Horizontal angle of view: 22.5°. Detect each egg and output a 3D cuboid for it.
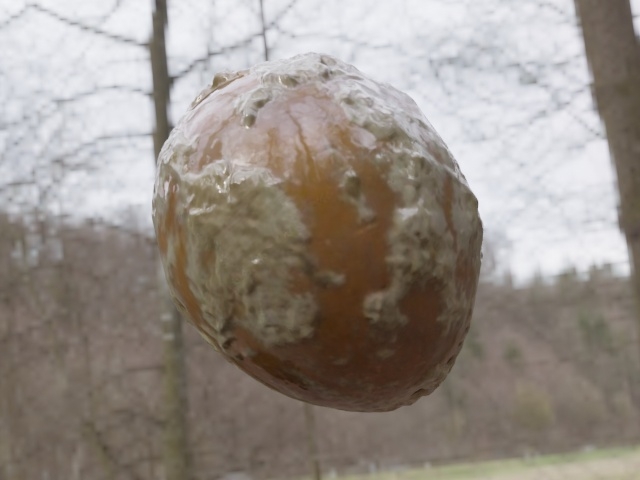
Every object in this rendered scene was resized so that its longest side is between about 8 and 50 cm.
[{"bbox_3d":[0.000,0.000,1.016,0.203,0.245,0.203,-27,20,11],"label":"egg"}]
